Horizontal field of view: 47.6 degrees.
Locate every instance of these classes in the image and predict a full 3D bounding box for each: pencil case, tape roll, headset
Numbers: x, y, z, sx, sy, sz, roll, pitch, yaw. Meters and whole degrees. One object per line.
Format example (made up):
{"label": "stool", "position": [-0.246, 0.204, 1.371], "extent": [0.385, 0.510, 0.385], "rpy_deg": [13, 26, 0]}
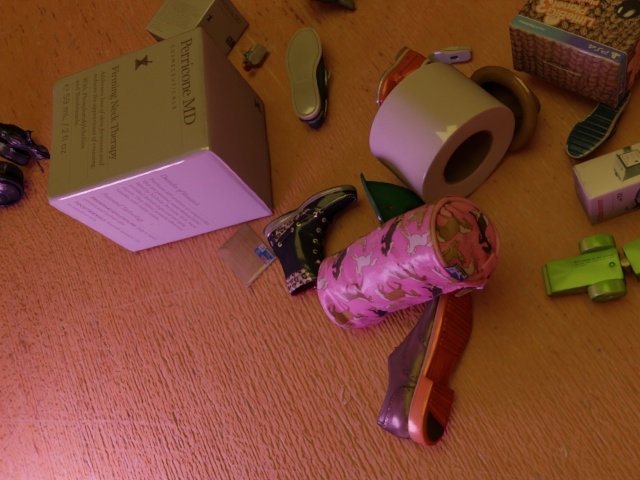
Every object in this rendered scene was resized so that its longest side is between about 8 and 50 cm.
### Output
{"label": "pencil case", "position": [0.149, 0.052, 1.351], "extent": [0.386, 0.160, 0.167], "rpy_deg": [-28, 57, 52]}
{"label": "tape roll", "position": [0.243, -0.211, 1.458], "extent": [0.246, 0.246, 0.169], "rpy_deg": [-44, 60, 2]}
{"label": "headset", "position": [-0.879, -0.222, 1.972], "extent": [0.394, 0.185, 0.243], "rpy_deg": [-2, 69, 34]}

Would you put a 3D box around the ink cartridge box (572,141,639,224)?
{"label": "ink cartridge box", "position": [0.578, -0.115, 1.343], "extent": [0.190, 0.139, 0.082], "rpy_deg": [-22, 65, 14]}

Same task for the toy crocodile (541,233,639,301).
{"label": "toy crocodile", "position": [0.577, 0.037, 1.316], "extent": [0.340, 0.105, 0.115], "rpy_deg": [-19, 64, 20]}

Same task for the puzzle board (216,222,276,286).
{"label": "puzzle board", "position": [-0.170, 0.032, 1.674], "extent": [0.096, 0.011, 0.128], "rpy_deg": [-45, 61, 0]}

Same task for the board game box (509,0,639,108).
{"label": "board game box", "position": [0.553, -0.446, 1.427], "extent": [0.232, 0.141, 0.291], "rpy_deg": [31, 78, 29]}

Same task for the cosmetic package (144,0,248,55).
{"label": "cosmetic package", "position": [-0.320, -0.559, 1.889], "extent": [0.151, 0.151, 0.184], "rpy_deg": [32, 86, 29]}

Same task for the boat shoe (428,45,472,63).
{"label": "boat shoe", "position": [0.296, -0.425, 1.650], "extent": [0.100, 0.035, 0.035], "rpy_deg": [-2, 42, 26]}

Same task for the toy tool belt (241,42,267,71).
{"label": "toy tool belt", "position": [-0.176, -0.466, 1.857], "extent": [0.083, 0.052, 0.051], "rpy_deg": [-56, 29, -9]}

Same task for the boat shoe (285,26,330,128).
{"label": "boat shoe", "position": [-0.024, -0.390, 1.740], "extent": [0.095, 0.079, 0.255], "rpy_deg": [-14, 67, 15]}

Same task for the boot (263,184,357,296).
{"label": "boot", "position": [0.000, 0.001, 1.574], "extent": [0.236, 0.085, 0.179], "rpy_deg": [-29, 64, 17]}

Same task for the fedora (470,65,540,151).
{"label": "fedora", "position": [0.388, -0.280, 1.501], "extent": [0.079, 0.194, 0.194], "rpy_deg": [-24, 56, -27]}

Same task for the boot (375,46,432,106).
{"label": "boot", "position": [0.189, -0.365, 1.655], "extent": [0.084, 0.059, 0.158], "rpy_deg": [30, 82, 24]}

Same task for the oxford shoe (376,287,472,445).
{"label": "oxford shoe", "position": [0.196, 0.199, 1.392], "extent": [0.132, 0.130, 0.364], "rpy_deg": [2, 63, 39]}

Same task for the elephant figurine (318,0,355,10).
{"label": "elephant figurine", "position": [-0.017, -0.704, 1.828], "extent": [0.169, 0.186, 0.239], "rpy_deg": [-4, 34, -15]}

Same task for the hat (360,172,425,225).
{"label": "hat", "position": [0.203, -0.083, 1.486], "extent": [0.183, 0.208, 0.173], "rpy_deg": [-24, 39, 7]}

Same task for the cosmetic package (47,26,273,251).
{"label": "cosmetic package", "position": [-0.358, -0.214, 1.668], "extent": [0.393, 0.327, 0.329], "rpy_deg": [-15, 64, 16]}

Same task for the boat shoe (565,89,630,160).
{"label": "boat shoe", "position": [0.555, -0.222, 1.436], "extent": [0.066, 0.066, 0.183], "rpy_deg": [37, 82, 32]}
